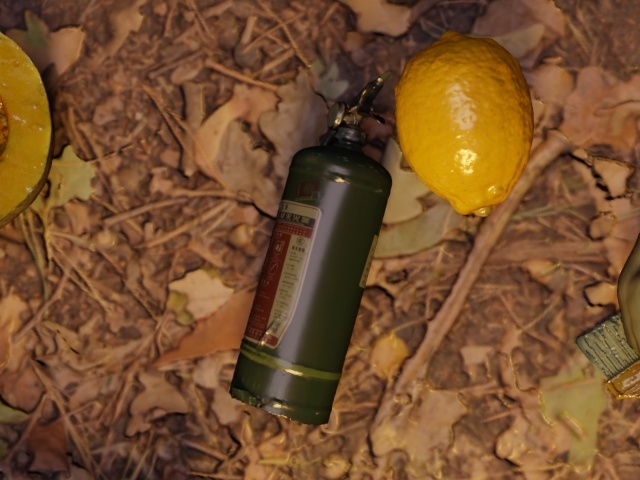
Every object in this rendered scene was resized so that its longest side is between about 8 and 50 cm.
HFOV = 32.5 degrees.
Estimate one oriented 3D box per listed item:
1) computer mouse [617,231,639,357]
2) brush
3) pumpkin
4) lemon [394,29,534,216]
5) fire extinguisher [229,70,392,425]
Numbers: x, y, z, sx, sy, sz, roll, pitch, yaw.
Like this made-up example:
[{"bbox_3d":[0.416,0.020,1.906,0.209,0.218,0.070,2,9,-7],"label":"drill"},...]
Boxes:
[{"bbox_3d":[0.424,-0.032,0.826,0.429,0.145,0.228,-45,79,14],"label":"computer mouse"},{"bbox_3d":[0.299,0.143,0.873,0.082,0.010,0.218,-37,64,7],"label":"brush"},{"bbox_3d":[-0.334,-0.085,0.989,0.217,0.110,0.217,-2,75,6],"label":"pumpkin"},{"bbox_3d":[0.118,-0.096,0.897,0.114,0.114,0.155,-7,92,10],"label":"lemon"},{"bbox_3d":[0.000,0.000,0.923,0.093,0.118,0.294,15,90,-23],"label":"fire extinguisher"}]
